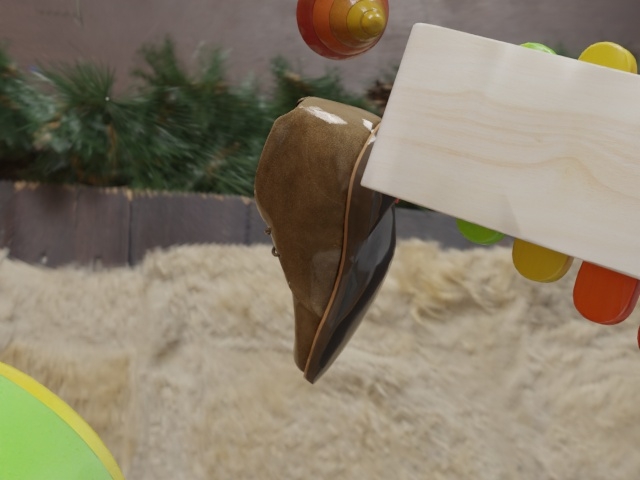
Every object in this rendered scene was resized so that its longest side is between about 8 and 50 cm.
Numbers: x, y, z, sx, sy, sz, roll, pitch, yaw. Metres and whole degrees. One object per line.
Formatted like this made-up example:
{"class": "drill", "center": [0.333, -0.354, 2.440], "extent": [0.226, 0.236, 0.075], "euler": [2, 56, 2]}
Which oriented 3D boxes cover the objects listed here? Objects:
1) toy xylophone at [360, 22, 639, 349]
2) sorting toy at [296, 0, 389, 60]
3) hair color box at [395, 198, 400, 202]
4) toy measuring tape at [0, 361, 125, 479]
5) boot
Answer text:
{"class": "toy xylophone", "center": [0.167, -0.077, 0.902], "extent": [0.081, 0.323, 0.236], "euler": [14, 103, -54]}
{"class": "sorting toy", "center": [-0.031, -0.349, 1.677], "extent": [0.127, 0.126, 0.365], "euler": [-44, 115, -3]}
{"class": "hair color box", "center": [0.115, -0.122, 1.762], "extent": [0.043, 0.072, 0.141], "euler": [32, 128, 15]}
{"class": "toy measuring tape", "center": [-0.090, 0.141, 0.392], "extent": [0.121, 0.121, 0.330], "euler": [-16, 113, -7]}
{"class": "boot", "center": [0.000, 0.000, 1.278], "extent": [0.115, 0.112, 0.305], "euler": [24, 133, 15]}
